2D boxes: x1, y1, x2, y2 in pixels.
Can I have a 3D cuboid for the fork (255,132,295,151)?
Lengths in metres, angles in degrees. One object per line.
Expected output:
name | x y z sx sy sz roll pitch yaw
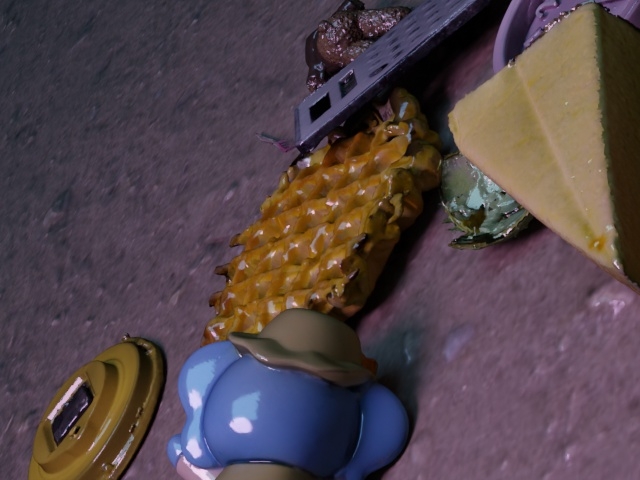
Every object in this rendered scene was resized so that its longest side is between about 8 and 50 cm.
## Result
fork | -0.055 -0.113 1.906 0.012 0.016 0.115 -37 21 -14

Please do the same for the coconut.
coconut | 0.153 -0.045 1.387 0.158 0.055 0.133 -1 65 63

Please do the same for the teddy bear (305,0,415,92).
teddy bear | 0.024 -0.216 1.811 0.160 0.078 0.119 -3 60 59

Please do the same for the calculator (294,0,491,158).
calculator | 0.073 -0.186 1.661 0.261 0.021 0.161 -39 15 10

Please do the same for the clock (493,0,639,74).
clock | 0.236 -0.188 1.399 0.197 0.068 0.197 -42 28 29

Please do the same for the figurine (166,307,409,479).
figurine | -0.051 0.178 1.375 0.180 0.154 0.262 23 74 51

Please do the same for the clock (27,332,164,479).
clock | -0.262 0.202 1.846 0.237 0.057 0.237 -42 27 27

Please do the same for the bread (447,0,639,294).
bread | 0.189 -0.009 1.144 0.163 0.167 0.264 -38 31 37

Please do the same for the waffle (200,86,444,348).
waffle | 0.007 -0.009 1.599 0.329 0.062 0.329 -42 24 23
